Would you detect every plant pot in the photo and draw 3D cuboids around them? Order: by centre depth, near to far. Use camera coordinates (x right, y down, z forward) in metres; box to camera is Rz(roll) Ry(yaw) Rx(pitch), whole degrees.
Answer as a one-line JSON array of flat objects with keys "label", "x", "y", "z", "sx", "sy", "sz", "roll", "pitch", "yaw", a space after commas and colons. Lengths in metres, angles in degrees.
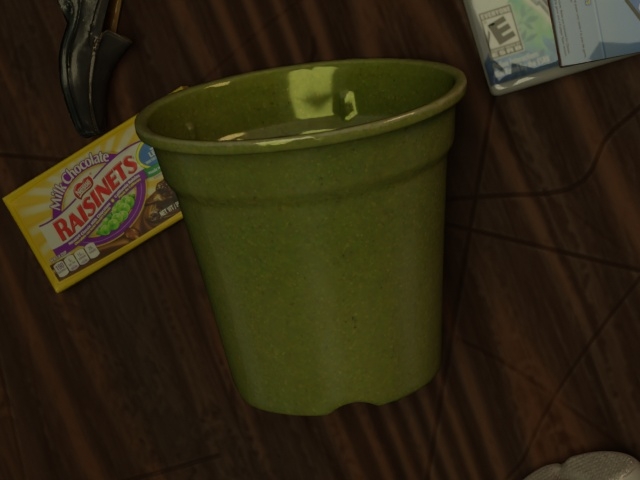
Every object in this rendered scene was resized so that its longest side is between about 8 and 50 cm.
[{"label": "plant pot", "x": 0.000, "y": 0.000, "z": 1.575, "sx": 0.276, "sy": 0.276, "sz": 0.254, "roll": -4, "pitch": 108, "yaw": 13}]

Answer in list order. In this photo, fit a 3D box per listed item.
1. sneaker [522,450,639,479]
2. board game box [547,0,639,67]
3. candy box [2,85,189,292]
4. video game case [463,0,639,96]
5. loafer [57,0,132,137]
[{"label": "sneaker", "x": 0.196, "y": 0.282, "z": 1.648, "sx": 0.240, "sy": 0.091, "sz": 0.126, "roll": -29, "pitch": 108, "yaw": 14}, {"label": "board game box", "x": 0.244, "y": -0.295, "z": 1.545, "sx": 0.145, "sy": 0.027, "sz": 0.281, "roll": -10, "pitch": 95, "yaw": 15}, {"label": "candy box", "x": -0.182, "y": -0.046, "z": 1.711, "sx": 0.206, "sy": 0.027, "sz": 0.105, "roll": -31, "pitch": 86, "yaw": 14}, {"label": "video game case", "x": 0.259, "y": -0.310, "z": 1.572, "sx": 0.329, "sy": 0.036, "sz": 0.300, "roll": -16, "pitch": 93, "yaw": 14}, {"label": "loafer", "x": -0.201, "y": -0.177, "z": 1.682, "sx": 0.061, "sy": 0.062, "sz": 0.170, "roll": -1, "pitch": 98, "yaw": 8}]
